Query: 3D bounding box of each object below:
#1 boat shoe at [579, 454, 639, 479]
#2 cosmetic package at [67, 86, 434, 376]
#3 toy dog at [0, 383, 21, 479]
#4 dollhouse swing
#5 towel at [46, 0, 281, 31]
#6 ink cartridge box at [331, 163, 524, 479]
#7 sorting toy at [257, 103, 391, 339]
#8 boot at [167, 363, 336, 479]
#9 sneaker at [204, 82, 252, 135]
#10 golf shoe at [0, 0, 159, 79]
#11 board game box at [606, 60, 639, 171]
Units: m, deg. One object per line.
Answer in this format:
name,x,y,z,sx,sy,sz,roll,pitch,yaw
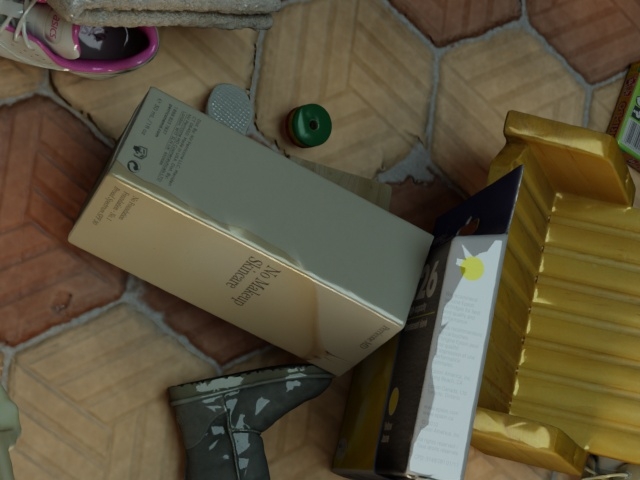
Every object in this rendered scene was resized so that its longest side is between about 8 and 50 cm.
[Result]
boat shoe,0.365,0.295,1.669,0.103,0.113,0.302,-7,91,-36
cosmetic package,-0.068,-0.002,1.357,0.309,0.160,0.113,28,58,-10
toy dog,-0.453,0.263,1.062,0.408,0.285,0.395,-34,147,6
dollhouse swing,0.339,0.084,1.537,0.315,0.304,0.347,41,61,-66
towel,-0.177,-0.268,1.327,0.187,0.049,0.282,47,32,24
ink cartridge box,0.101,0.091,1.418,0.072,0.303,0.307,13,78,-9
sorting toy,0.000,0.000,1.511,0.132,0.046,0.275,14,79,-29
boot,-0.061,0.236,1.435,0.189,0.076,0.209,-11,86,-6
sneaker,-0.103,-0.096,1.461,0.051,0.070,0.134,10,52,-21
golf shoe,-0.287,-0.220,1.296,0.306,0.140,0.115,9,98,-29
board game box,0.479,-0.114,1.806,0.259,0.039,0.124,29,74,-23
